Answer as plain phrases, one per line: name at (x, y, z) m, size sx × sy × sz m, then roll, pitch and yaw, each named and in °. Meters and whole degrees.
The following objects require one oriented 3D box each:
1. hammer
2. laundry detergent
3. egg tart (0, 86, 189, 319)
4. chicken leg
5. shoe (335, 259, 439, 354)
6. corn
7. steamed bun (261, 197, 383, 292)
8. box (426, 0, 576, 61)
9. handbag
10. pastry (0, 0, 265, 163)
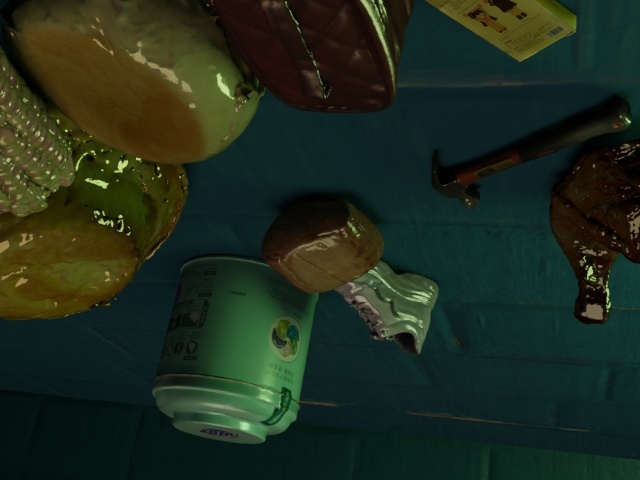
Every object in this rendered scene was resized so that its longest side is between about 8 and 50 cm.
hammer at (0.248, -0.106, 0.950) m, size 0.111 × 0.033 × 0.287 m, roll 24°, pitch 152°, yaw -31°
laundry detergent at (-0.167, 0.223, 1.513) m, size 0.287 × 0.305 × 0.287 m, roll 8°, pitch 157°, yaw 4°
egg tart at (-0.382, -0.012, 1.044) m, size 0.443 × 0.178 × 0.443 m, roll -16°, pitch 148°, yaw -10°
chicken leg at (0.365, -0.012, 0.974) m, size 0.083 × 0.177 × 0.322 m, roll -22°, pitch 161°, yaw -16°
shoe at (0.097, 0.109, 1.364) m, size 0.245 × 0.138 × 0.095 m, roll 21°, pitch 150°, yaw -24°
corn at (-0.339, -0.141, 0.739) m, size 0.126 × 0.127 × 0.335 m, roll 6°, pitch 152°, yaw 9°
steamed bun at (0.000, 0.000, 1.208) m, size 0.175 × 0.106 × 0.145 m, roll -21°, pitch 139°, yaw 27°
box at (0.165, -0.223, 0.736) m, size 0.149 × 0.020 × 0.073 m, roll 23°, pitch 154°, yaw -28°
handbag at (-0.004, -0.214, 0.684) m, size 0.146 × 0.135 × 0.225 m, roll 5°, pitch 158°, yaw 21°
pastry at (-0.182, -0.187, 0.785) m, size 0.264 × 0.133 × 0.265 m, roll 21°, pitch 159°, yaw 8°
